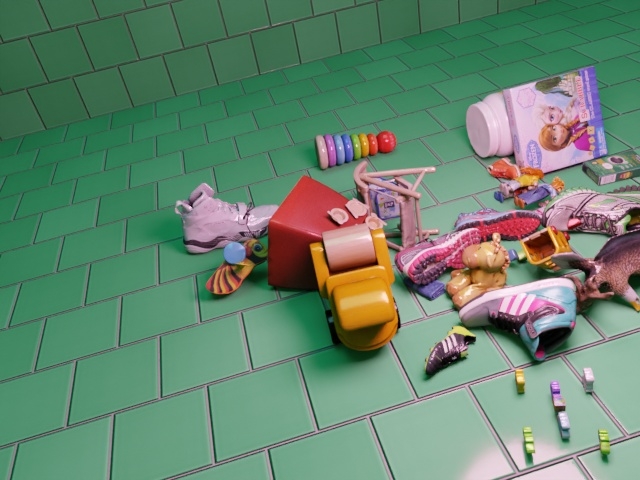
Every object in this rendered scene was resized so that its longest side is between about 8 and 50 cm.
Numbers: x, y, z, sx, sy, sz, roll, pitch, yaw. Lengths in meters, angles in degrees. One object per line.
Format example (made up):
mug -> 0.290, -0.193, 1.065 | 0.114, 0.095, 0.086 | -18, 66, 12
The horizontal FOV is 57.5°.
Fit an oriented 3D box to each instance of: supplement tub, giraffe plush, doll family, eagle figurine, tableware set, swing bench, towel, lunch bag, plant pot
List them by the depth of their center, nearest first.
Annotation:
eagle figurine -> 0.777, 0.075, 1.512 | 0.298, 0.225, 0.226 | -36, 27, -14
giraffe plush -> 0.451, 0.079, 1.605 | 0.211, 0.170, 0.181 | -12, 35, 0
towel -> 0.303, 0.127, 1.705 | 0.067, 0.029, 0.119 | -31, 40, -23
tableware set -> 0.107, -0.059, 1.710 | 0.141, 0.020, 0.169 | 43, 47, 16
plant pot -> 0.000, 0.000, 1.791 | 0.236, 0.267, 0.267 | 17, 43, 15
swing bench -> 0.226, -0.095, 1.838 | 0.255, 0.253, 0.165 | 8, 40, 26
doll family -> 0.700, -0.165, 1.908 | 0.163, 0.118, 0.263 | -22, 38, -10
lunch bag -> 0.212, -0.145, 2.016 | 0.151, 0.128, 0.096 | 11, 46, 26
supplement tub -> 0.743, -0.452, 2.183 | 0.332, 0.240, 0.241 | -17, 36, -5

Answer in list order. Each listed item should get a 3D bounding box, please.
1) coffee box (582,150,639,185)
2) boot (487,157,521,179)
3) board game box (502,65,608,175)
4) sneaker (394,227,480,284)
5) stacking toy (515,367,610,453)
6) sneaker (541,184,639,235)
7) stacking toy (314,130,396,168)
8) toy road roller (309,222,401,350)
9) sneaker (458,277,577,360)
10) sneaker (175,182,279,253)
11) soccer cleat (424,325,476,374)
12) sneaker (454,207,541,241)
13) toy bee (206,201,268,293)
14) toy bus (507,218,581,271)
coffee box -> 1.014, -0.248, 1.997 | 0.184, 0.040, 0.113 | -14, 36, -2
boot -> 0.658, -0.242, 2.085 | 0.085, 0.059, 0.158 | -18, 28, -3
board game box -> 0.826, -0.413, 2.045 | 0.318, 0.318, 0.066 | -17, 12, -5
sneaker -> 0.356, 0.026, 1.726 | 0.299, 0.120, 0.112 | -18, 31, -28
stacking toy -> 0.528, 0.376, 1.288 | 0.167, 0.052, 0.221 | -4, 38, 14
sneaker -> 0.837, -0.080, 1.741 | 0.344, 0.134, 0.146 | -8, 37, 5
stacking toy -> 0.147, -0.385, 2.368 | 0.331, 0.141, 0.141 | -11, 36, -5
toy road roller -> 0.099, 0.120, 1.518 | 0.203, 0.329, 0.240 | -13, -4, -1
sneaker -> 0.498, 0.216, 1.458 | 0.296, 0.124, 0.178 | -20, 48, 26
sneaker -> -0.324, -0.099, 2.041 | 0.366, 0.210, 0.137 | -19, 37, -9
soccer cleat -> 0.326, 0.279, 1.467 | 0.072, 0.060, 0.179 | 22, 45, 36
sneaker -> 0.553, -0.069, 1.837 | 0.262, 0.104, 0.125 | -5, 34, 10
toy bee -> -0.226, 0.055, 1.827 | 0.162, 0.298, 0.195 | 27, 14, -1
toy bus -> 0.651, 0.034, 1.640 | 0.202, 0.191, 0.104 | -12, 65, -7
